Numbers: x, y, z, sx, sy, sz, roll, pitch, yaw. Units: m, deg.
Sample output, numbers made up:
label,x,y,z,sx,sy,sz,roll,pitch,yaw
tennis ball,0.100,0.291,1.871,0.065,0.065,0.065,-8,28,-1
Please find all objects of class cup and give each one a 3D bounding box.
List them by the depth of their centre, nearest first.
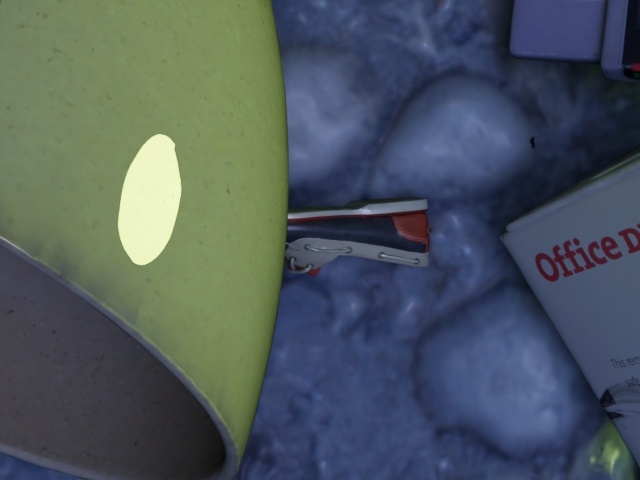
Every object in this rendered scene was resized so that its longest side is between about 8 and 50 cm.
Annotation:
label,x,y,z,sx,sy,sz,roll,pitch,yaw
cup,-0.145,-0.057,0.620,0.331,0.331,0.237,30,64,-11

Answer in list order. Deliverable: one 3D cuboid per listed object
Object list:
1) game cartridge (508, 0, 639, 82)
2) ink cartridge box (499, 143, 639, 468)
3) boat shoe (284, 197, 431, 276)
label,x,y,z,sx,sy,sz,roll,pitch,yaw
game cartridge,0.288,-0.193,0.701,0.355,0.068,0.230,7,90,21
ink cartridge box,0.265,0.074,0.689,0.129,0.223,0.307,-31,89,-23
boat shoe,0.000,0.000,0.761,0.137,0.049,0.043,-5,98,-14
